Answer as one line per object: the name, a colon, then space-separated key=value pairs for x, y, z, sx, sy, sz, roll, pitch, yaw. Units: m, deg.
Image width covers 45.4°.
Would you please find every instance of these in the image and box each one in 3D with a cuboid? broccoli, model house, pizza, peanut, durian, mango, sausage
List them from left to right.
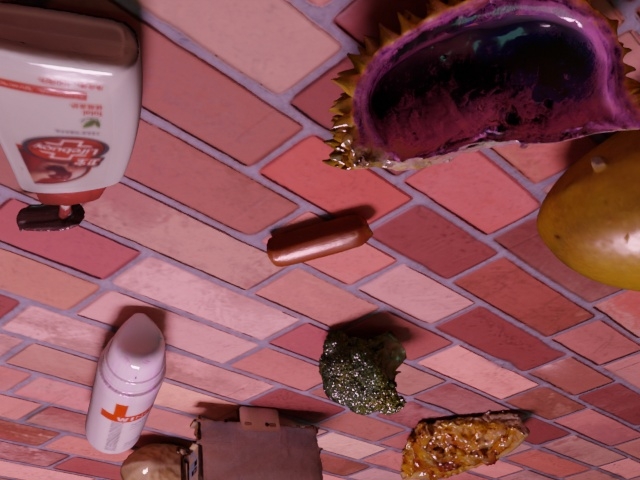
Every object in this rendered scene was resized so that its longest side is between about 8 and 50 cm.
peanut: x=-0.290 y=0.499 z=1.561 sx=0.149 sy=0.149 sz=0.313 roll=-14 pitch=145 yaw=12
model house: x=-0.148 y=0.430 z=1.432 sx=0.271 sy=0.178 sz=0.206 roll=8 pitch=138 yaw=-23
sausage: x=0.000 y=0.000 z=0.938 sx=0.131 sy=0.041 sz=0.039 roll=-15 pitch=140 yaw=13
broccoli: x=0.067 y=0.205 z=1.184 sx=0.138 sy=0.146 sz=0.162 roll=-33 pitch=129 yaw=-16
pizza: x=0.269 y=0.433 z=1.586 sx=0.335 sy=0.086 sz=0.226 roll=-30 pitch=140 yaw=34
durian: x=0.128 y=-0.131 z=0.693 sx=0.260 sy=0.154 sz=0.186 roll=-6 pitch=169 yaw=-9
mango: x=0.438 y=-0.059 z=0.759 sx=0.445 sy=0.220 sz=0.301 roll=-18 pitch=147 yaw=24

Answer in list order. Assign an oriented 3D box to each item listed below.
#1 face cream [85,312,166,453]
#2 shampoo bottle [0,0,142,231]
face cream: x=-0.301 y=0.229 z=1.185 sx=0.102 sy=0.102 sz=0.345 roll=7 pitch=146 yaw=-18
shampoo bottle: x=-0.253 y=-0.094 z=0.735 sx=0.153 sy=0.071 sz=0.284 roll=3 pitch=144 yaw=-15
